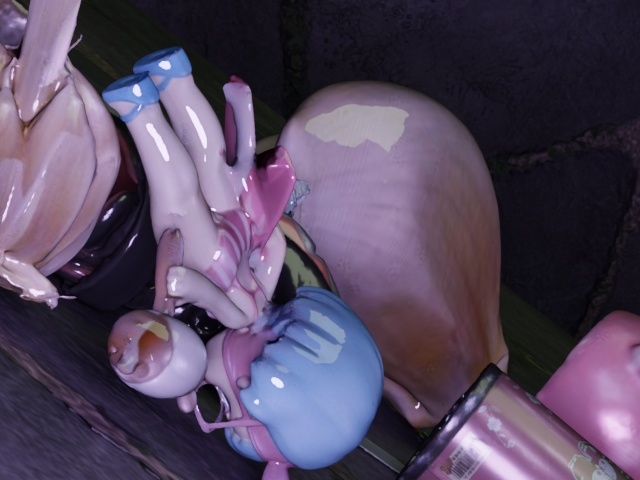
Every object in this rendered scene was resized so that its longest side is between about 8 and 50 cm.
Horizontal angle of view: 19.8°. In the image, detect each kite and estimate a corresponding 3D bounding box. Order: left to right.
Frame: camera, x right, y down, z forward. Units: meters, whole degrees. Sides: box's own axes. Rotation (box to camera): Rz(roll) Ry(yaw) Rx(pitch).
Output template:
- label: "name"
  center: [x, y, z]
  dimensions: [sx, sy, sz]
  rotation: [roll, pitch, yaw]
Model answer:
- label: "kite"
  center: [0.107, 0.180, 1.510]
  dimensions: [0.090, 0.004, 0.122]
  rotation: [32, 9, -47]

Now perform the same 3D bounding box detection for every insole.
- label: "insole"
  center: [0.011, 0.133, 1.329]
  dimensions: [0.153, 0.002, 0.053]
  rotation: [36, 7, -17]

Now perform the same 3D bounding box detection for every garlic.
- label: "garlic"
  center: [-0.171, -0.067, 0.994]
  dimensions: [0.131, 0.194, 0.127]
  rotation: [11, -1, -12]
- label: "garlic"
  center: [0.000, 0.000, 1.429]
  dimensions: [0.231, 0.245, 0.340]
  rotation: [3, -14, 34]

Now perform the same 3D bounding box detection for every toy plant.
- label: "toy plant"
  center: [0.322, 0.237, 1.540]
  dimensions: [0.356, 0.210, 0.317]
  rotation: [44, 41, 9]

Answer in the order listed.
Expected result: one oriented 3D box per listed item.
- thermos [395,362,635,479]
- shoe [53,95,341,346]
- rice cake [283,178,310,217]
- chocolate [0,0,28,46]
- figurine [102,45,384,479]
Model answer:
- label: "thermos"
  center: [0.212, 0.233, 1.279]
  dimensions: [0.330, 0.109, 0.136]
  rotation: [39, 7, 5]
- label: "shoe"
  center: [-0.101, -0.001, 1.157]
  dimensions: [0.291, 0.114, 0.137]
  rotation: [38, 5, 4]
- label: "rice cake"
  center: [-0.090, -0.026, 1.284]
  dimensions: [0.208, 0.033, 0.033]
  rotation: [-2, -12, 41]
- label: "chocolate"
  center: [-0.332, -0.202, 1.412]
  dimensions: [0.261, 0.083, 0.161]
  rotation: [38, -10, -8]
- label: "figurine"
  center: [-0.046, 0.024, 0.998]
  dimensions: [0.205, 0.103, 0.260]
  rotation: [-66, 138, -63]
